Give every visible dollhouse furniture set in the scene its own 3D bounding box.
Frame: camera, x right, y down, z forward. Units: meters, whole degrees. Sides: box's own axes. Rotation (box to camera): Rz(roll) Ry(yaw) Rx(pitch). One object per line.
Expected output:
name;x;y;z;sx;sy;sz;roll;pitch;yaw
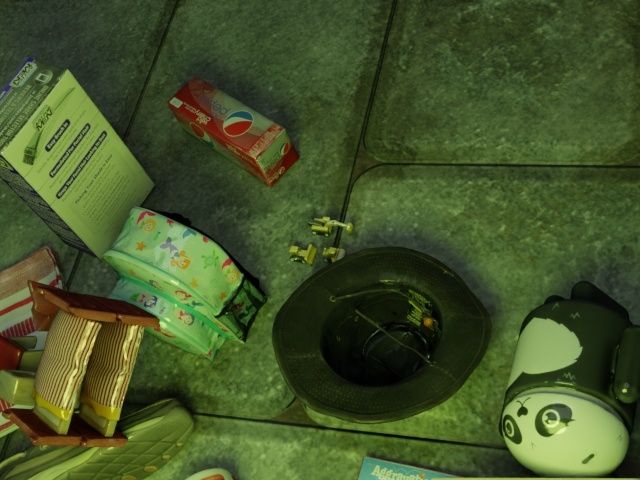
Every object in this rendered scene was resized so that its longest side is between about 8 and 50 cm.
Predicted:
dollhouse furniture set;-0.419;0.160;1.476;0.374;0.152;0.201;16;92;48

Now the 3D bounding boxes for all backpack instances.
backpack;-0.230;0.064;1.562;0.225;0.253;0.191;22;67;29

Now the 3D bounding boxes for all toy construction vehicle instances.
toy construction vehicle;0.000;0.000;1.659;0.098;0.035;0.086;10;62;24

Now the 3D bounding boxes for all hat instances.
hat;0.087;0.166;1.460;0.331;0.134;0.331;0;47;0

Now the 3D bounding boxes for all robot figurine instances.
robot figurine;0.341;0.191;1.317;0.173;0.209;0.278;11;52;15

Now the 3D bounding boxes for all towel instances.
towel;-0.549;0.181;1.730;0.237;0.037;0.329;-28;54;1

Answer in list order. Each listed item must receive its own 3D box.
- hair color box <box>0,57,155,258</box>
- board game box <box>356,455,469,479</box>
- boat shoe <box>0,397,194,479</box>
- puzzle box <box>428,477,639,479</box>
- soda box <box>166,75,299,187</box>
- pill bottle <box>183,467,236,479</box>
hair color box;-0.449;-0.137;1.714;0.110;0.339;0.185;21;67;28
board game box;0.174;0.397;1.344;0.281;0.027;0.145;7;64;23
boat shoe;-0.372;0.326;1.516;0.355;0.132;0.130;-27;54;-1
puzzle box;0.269;0.488;1.145;0.272;0.052;0.409;0;68;-3
soda box;-0.165;-0.206;1.814;0.263;0.092;0.083;34;73;34
pill bottle;-0.135;0.431;1.379;0.108;0.108;0.193;-32;53;-3
